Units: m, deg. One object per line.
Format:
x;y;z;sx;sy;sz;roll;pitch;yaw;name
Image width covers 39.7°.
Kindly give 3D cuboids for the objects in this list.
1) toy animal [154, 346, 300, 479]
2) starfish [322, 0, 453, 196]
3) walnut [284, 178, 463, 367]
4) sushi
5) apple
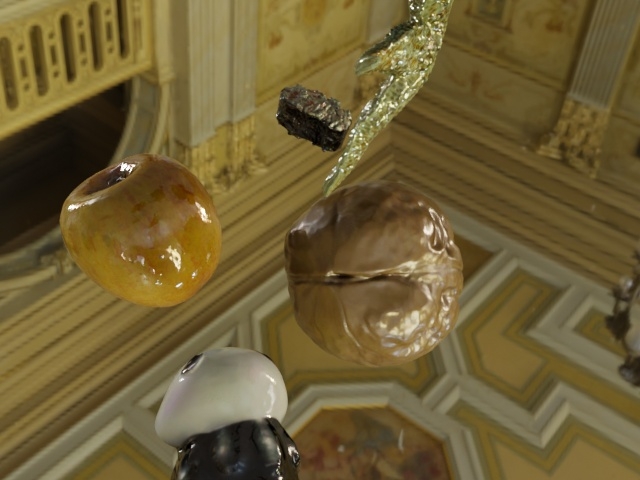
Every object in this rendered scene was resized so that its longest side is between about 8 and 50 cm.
-0.144;0.303;1.367;0.212;0.213;0.267;-8;-116;-15;toy animal
0.095;-0.223;0.992;0.078;0.358;0.347;19;-103;2;starfish
0.107;0.062;1.696;0.307;0.354;0.397;6;178;33;walnut
-0.013;-0.239;1.708;0.150;0.078;0.090;31;-137;10;sushi
-0.342;-0.015;1.732;0.298;0.275;0.299;-21;-149;14;apple
